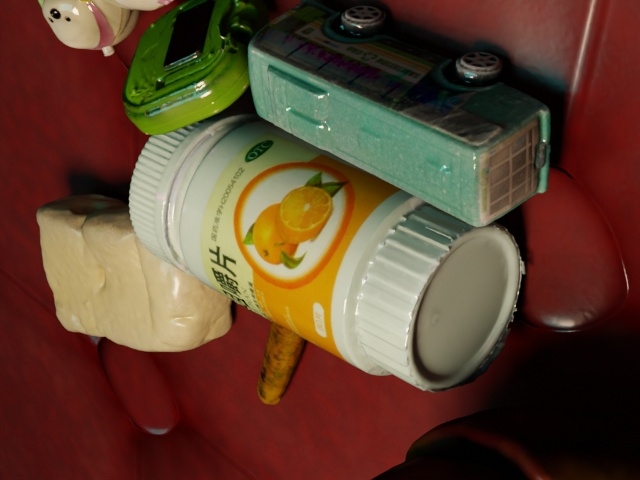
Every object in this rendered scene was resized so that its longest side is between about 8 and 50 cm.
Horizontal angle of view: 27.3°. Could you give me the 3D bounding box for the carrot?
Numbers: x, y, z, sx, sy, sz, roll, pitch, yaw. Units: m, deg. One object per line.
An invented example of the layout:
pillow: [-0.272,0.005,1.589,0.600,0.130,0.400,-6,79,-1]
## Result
carrot: [-0.036,0.102,1.291,0.042,0.042,0.170,43,142,23]

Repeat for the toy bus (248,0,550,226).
toy bus: [0.055,-0.104,1.000,0.262,0.109,0.091,28,138,37]

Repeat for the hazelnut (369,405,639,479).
hazelnut: [0.170,0.338,0.923,0.429,0.402,0.402,36,137,14]

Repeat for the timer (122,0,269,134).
timer: [-0.106,-0.157,1.118,0.128,0.140,0.047,-18,133,30]

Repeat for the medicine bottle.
medicine bottle: [0.000,0.000,1.083,0.318,0.158,0.158,24,130,38]

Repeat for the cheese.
cheese: [-0.198,0.031,1.391,0.263,0.093,0.159,11,124,44]

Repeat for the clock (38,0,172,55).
clock: [-0.195,-0.253,1.195,0.231,0.103,0.144,-25,84,52]
